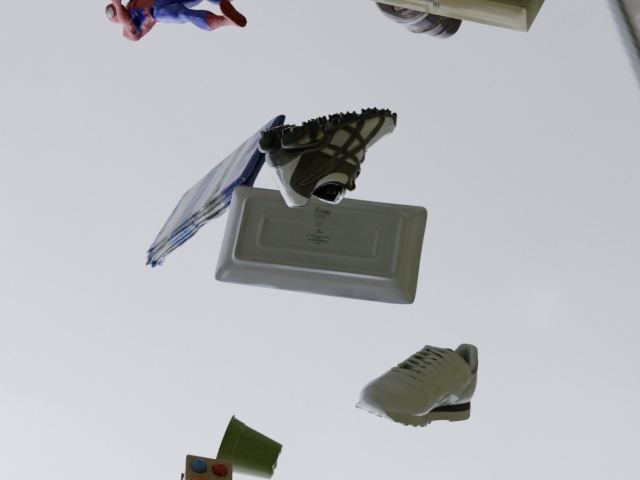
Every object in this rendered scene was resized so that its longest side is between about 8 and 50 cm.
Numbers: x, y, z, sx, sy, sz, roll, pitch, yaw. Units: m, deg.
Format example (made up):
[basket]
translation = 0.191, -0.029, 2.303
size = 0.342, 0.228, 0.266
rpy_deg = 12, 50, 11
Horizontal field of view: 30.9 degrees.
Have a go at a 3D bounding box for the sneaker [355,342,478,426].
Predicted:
[sneaker]
translation = 0.125, 0.178, 1.469
size = 0.090, 0.094, 0.235
rpy_deg = 24, -168, 31

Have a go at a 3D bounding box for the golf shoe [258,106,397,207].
[golf shoe]
translation = 0.014, -0.089, 1.232
size = 0.198, 0.077, 0.093
rpy_deg = -20, -80, -44

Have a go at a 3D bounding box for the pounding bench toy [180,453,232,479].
[pounding bench toy]
translation = -0.124, 0.278, 1.226
size = 0.052, 0.065, 0.083
rpy_deg = 12, -142, -14

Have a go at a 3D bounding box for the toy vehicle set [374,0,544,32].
[toy vehicle set]
translation = 0.134, -0.323, 1.288
size = 0.267, 0.035, 0.166
rpy_deg = 18, -122, 24

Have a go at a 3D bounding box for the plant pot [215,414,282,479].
[plant pot]
translation = -0.096, 0.290, 1.583
size = 0.079, 0.083, 0.083
rpy_deg = 19, -139, 5

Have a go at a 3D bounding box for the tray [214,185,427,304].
[tray]
translation = 0.000, 0.000, 1.542
size = 0.270, 0.030, 0.145
rpy_deg = 7, -114, 9

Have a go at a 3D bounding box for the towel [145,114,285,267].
[towel]
translation = -0.174, -0.081, 1.937
size = 0.034, 0.285, 0.209
rpy_deg = 42, -141, -16

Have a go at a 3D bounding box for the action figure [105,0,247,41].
[action figure]
translation = -0.217, -0.333, 1.523
size = 0.139, 0.280, 0.091
rpy_deg = 45, -119, -34

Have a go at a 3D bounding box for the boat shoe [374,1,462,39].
[boat shoe]
translation = 0.148, -0.437, 1.702
size = 0.130, 0.132, 0.355
rpy_deg = 34, -130, -42
